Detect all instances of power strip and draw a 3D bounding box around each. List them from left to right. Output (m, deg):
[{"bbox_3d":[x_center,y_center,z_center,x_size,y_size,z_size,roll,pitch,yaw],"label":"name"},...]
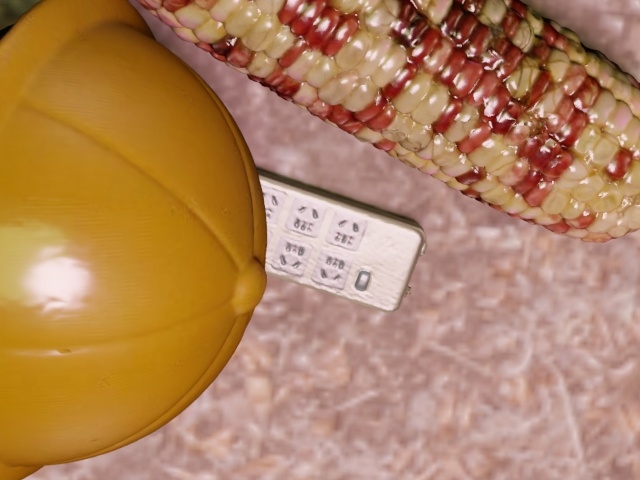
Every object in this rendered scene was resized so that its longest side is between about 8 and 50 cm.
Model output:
[{"bbox_3d":[0.000,0.000,0.832,0.090,0.016,0.040,18,104,-8],"label":"power strip"}]

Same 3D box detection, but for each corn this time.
[{"bbox_3d":[0.038,-0.073,0.779,0.253,0.086,0.086,30,102,-15],"label":"corn"}]

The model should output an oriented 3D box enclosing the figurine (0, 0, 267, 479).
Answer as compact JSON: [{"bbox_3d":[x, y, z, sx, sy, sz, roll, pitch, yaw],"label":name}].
[{"bbox_3d":[-0.148,0.003,0.739,0.257,0.167,0.192,-5,141,-5],"label":"figurine"}]
